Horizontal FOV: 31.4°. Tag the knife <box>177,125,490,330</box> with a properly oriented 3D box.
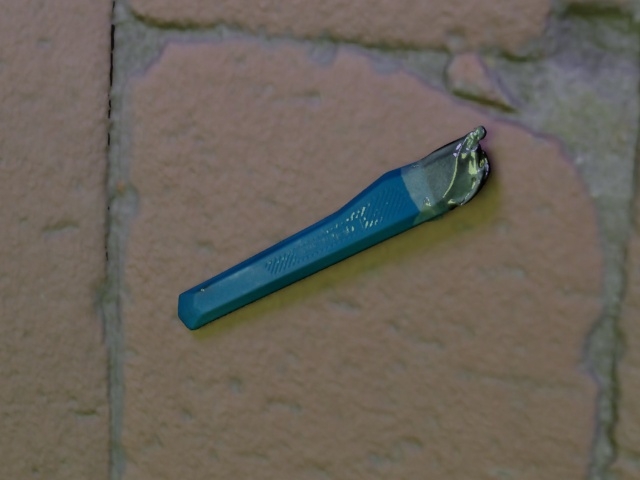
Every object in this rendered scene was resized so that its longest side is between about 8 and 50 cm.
[{"bbox_3d":[0.001,0.000,0.807,0.297,0.026,0.044,-26,83,34],"label":"knife"}]
